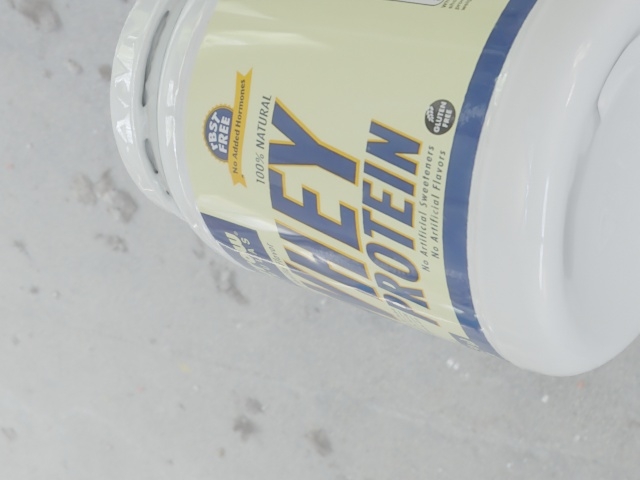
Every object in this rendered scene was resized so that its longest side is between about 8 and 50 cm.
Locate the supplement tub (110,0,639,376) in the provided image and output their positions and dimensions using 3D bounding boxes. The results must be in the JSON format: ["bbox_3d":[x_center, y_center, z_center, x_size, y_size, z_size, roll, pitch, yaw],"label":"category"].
[{"bbox_3d":[0.049,-0.073,0.628,0.325,0.235,0.235,17,124,38],"label":"supplement tub"}]
